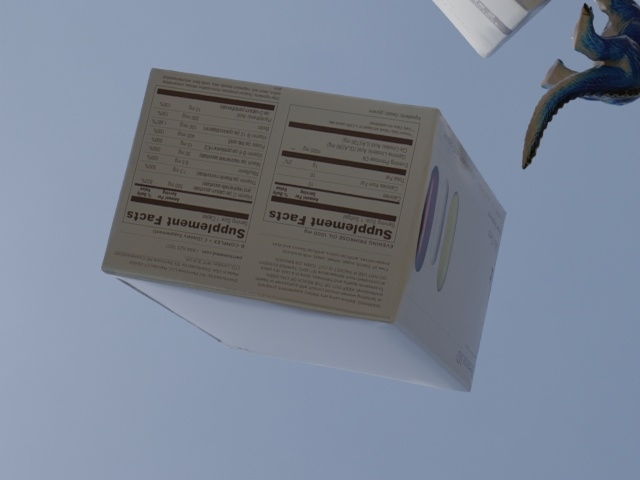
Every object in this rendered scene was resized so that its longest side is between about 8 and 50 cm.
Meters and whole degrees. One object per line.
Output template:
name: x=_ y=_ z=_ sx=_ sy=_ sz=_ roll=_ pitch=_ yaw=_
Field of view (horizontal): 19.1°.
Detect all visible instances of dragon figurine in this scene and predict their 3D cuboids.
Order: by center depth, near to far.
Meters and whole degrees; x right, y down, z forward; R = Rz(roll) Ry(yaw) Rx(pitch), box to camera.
dragon figurine: x=0.255 y=-0.126 z=1.467 sx=0.144 sy=0.085 sz=0.289 roll=30 pitch=-144 yaw=6

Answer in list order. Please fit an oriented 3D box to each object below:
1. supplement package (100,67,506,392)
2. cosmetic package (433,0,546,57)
supplement package: x=0.000 y=0.000 z=1.326 sx=0.204 sy=0.262 sz=0.145 roll=10 pitch=-101 yaw=18
cosmetic package: x=0.119 y=-0.230 z=1.196 sx=0.151 sy=0.184 sz=0.151 roll=-44 pitch=-91 yaw=-4
